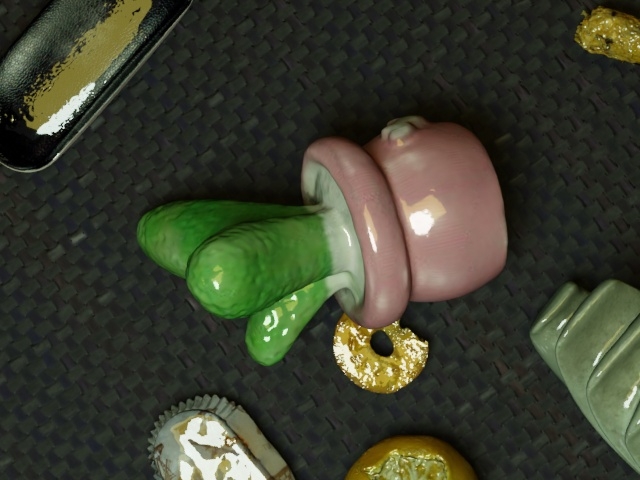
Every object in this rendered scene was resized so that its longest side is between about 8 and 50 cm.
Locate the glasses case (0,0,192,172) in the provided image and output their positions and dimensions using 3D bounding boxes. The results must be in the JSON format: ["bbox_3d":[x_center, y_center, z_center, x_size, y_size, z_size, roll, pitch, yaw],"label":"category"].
[{"bbox_3d":[-0.268,-0.215,1.681,0.122,0.075,0.314,41,89,6],"label":"glasses case"}]

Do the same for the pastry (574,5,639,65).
[{"bbox_3d":[0.354,-0.220,1.653,0.140,0.080,0.056,15,99,3],"label":"pastry"}]

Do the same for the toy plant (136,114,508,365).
[{"bbox_3d":[0.004,-0.005,1.591,0.356,0.317,0.210,-21,107,-12],"label":"toy plant"}]

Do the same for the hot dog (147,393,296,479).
[{"bbox_3d":[-0.091,0.294,1.646,0.144,0.075,0.268,-34,89,5],"label":"hot dog"}]

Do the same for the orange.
[{"bbox_3d":[0.098,0.285,1.609,0.155,0.134,0.154,0,93,-2],"label":"orange"}]

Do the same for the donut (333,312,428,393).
[{"bbox_3d":[0.063,0.117,1.664,0.097,0.043,0.108,-33,87,0],"label":"donut"}]

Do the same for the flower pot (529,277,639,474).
[{"bbox_3d":[0.384,0.182,1.542,0.367,0.254,0.164,40,89,3],"label":"flower pot"}]
